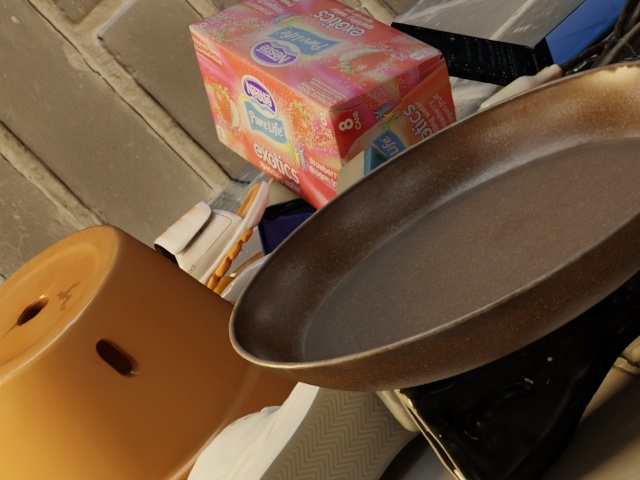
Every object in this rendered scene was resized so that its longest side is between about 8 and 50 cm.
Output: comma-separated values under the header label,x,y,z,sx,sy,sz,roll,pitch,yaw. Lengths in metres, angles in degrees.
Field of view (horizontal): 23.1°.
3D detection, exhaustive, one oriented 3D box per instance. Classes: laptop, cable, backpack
label,x,y,z,sx,sy,sz,roll,pitch,yaw
laptop,0.214,-0.254,1.721,0.234,0.264,0.136,-74,-6,-73
cable,0.247,-0.169,1.415,0.287,0.072,0.139,-45,15,-9
backpack,0.000,0.000,1.651,0.120,0.101,0.098,-13,13,-7

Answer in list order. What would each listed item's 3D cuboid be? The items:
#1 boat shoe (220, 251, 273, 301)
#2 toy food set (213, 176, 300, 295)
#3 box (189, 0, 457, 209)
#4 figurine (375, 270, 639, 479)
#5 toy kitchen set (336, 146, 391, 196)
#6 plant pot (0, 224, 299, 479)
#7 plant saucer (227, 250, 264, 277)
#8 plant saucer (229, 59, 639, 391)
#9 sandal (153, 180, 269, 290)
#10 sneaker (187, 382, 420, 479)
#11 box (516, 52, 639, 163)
label,x,y,z,sx,sy,sz,roll,pitch,yaw
boat shoe,-0.063,0.087,1.543,0.301,0.108,0.102,-47,8,32
toy food set,-0.040,-0.001,1.751,0.232,0.111,0.104,-61,12,-16
box,0.003,-0.147,1.628,0.142,0.154,0.300,-27,35,-20
figurine,0.130,0.039,0.930,0.209,0.092,0.215,-37,19,-5
toy kitchen set,0.108,-0.001,1.249,0.166,0.122,0.207,-38,31,33
plant pot,-0.184,0.125,1.346,0.291,0.203,0.291,-32,25,17
plant saucer,-0.121,0.080,2.021,0.168,0.029,0.168,-43,9,8
plant saucer,0.093,-0.005,0.898,0.311,0.050,0.310,-28,18,10
sandal,-0.143,0.033,1.576,0.265,0.076,0.102,-56,6,-17
sneaker,0.005,0.113,1.102,0.292,0.108,0.169,-49,14,-21
box,0.196,-0.086,1.128,0.184,0.045,0.191,-21,10,-11
